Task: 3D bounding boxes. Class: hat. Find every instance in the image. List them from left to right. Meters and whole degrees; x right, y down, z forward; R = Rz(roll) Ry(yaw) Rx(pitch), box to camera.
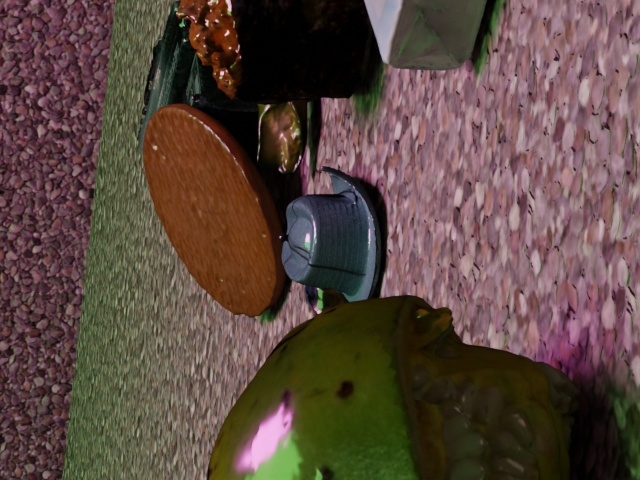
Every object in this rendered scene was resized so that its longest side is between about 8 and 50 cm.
[{"bbox_3d":[0.000,0.000,1.796,0.191,0.078,0.138,-133,46,-71],"label":"hat"}]

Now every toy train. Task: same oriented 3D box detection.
[{"bbox_3d":[-0.131,-0.145,2.265,0.330,0.138,0.178,111,154,-52],"label":"toy train"}]

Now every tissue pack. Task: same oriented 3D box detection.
[{"bbox_3d":[0.081,-0.283,1.538,0.263,0.089,0.177,-105,22,-47],"label":"tissue pack"}]

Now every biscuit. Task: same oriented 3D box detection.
[{"bbox_3d":[-0.117,-0.035,2.140,0.262,0.037,0.262,38,143,36],"label":"biscuit"}]

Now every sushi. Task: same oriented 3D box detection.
[{"bbox_3d":[-0.067,-0.278,1.862,0.234,0.207,0.348,101,157,-58],"label":"sushi"}]

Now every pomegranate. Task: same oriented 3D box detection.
[{"bbox_3d":[0.053,0.195,1.216,0.260,0.260,0.341,125,143,-65],"label":"pomegranate"}]

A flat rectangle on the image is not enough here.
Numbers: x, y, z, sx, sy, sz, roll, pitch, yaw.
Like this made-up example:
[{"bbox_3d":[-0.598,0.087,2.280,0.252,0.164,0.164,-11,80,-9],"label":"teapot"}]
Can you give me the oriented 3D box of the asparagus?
[{"bbox_3d":[-0.042,-0.211,2.042,0.080,0.080,0.287,116,156,-57],"label":"asparagus"}]
